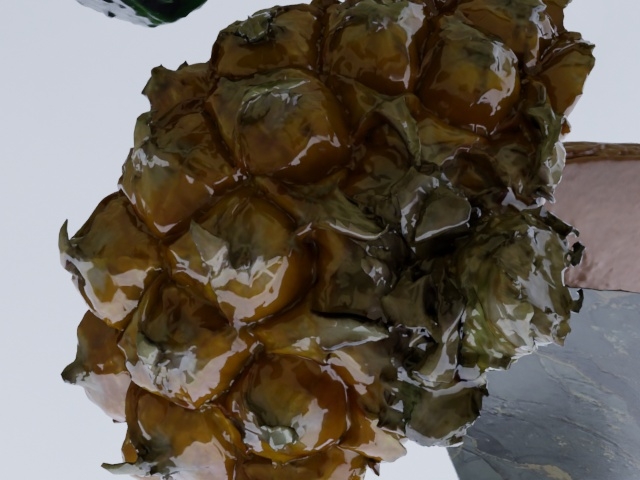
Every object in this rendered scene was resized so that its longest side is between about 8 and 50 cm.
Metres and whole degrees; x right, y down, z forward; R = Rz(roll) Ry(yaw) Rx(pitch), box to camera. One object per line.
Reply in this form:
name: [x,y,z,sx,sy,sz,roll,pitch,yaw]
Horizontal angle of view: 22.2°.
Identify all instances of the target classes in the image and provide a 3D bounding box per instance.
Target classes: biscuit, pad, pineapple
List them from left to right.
pineapple: [-0.003,0.005,0.548,0.250,0.139,0.164,-56,-161,9]
biscuit: [0.154,0.024,1.055,0.192,0.186,0.036,-2,-149,-24]
pad: [0.192,0.150,1.010,0.247,0.368,0.007,4,-132,26]

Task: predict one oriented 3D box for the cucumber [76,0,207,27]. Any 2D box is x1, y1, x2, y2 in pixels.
cucumber: [-0.089,-0.121,0.438,0.074,0.241,0.075,-9,-112,23]
